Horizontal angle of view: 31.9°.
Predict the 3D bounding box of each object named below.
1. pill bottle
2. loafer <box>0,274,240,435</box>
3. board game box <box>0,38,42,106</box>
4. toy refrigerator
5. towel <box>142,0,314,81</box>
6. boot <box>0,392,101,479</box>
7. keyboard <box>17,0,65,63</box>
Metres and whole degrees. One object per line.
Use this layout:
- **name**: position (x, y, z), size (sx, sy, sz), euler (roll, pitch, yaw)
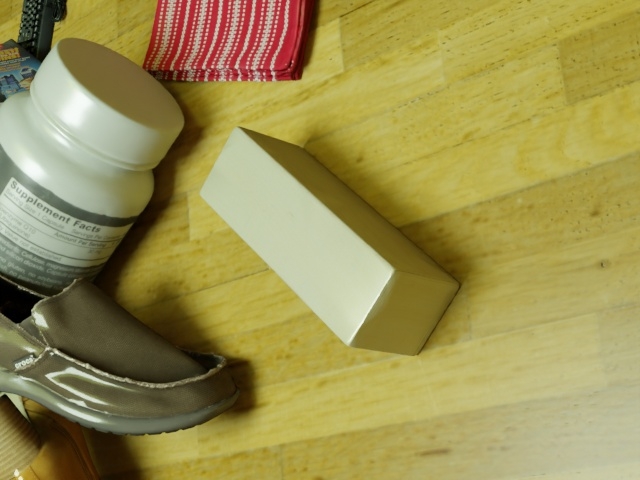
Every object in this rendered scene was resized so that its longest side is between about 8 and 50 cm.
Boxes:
- **pill bottle**: position (-0.328, -0.047, 1.337), size (0.361, 0.204, 0.204), euler (-52, 51, 21)
- **loafer**: position (-0.261, 0.109, 1.195), size (0.365, 0.134, 0.130), euler (11, 104, 11)
- **board game box**: position (-0.438, -0.196, 1.501), size (0.194, 0.194, 0.060), euler (-127, 29, -47)
- **toy refrigerator**: position (0.000, 0.000, 1.093), size (0.269, 0.102, 0.094), euler (42, 109, 39)
- **towel**: position (-0.105, -0.283, 1.303), size (0.274, 0.031, 0.199), euler (8, 85, 44)
- **boot**: position (-0.305, 0.258, 1.304), size (0.104, 0.295, 0.211), euler (-35, 96, 1)
- **keyboard**: position (-0.396, -0.336, 1.590), size (0.108, 0.023, 0.180), euler (1, 82, 43)
